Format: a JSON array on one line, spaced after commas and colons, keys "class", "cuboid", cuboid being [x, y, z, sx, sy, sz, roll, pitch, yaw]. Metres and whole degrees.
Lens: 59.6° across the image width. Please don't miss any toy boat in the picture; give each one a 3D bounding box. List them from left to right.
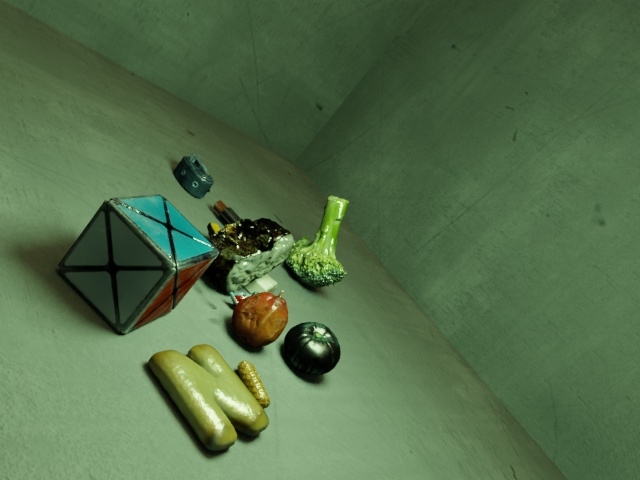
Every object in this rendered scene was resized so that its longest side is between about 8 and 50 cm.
[{"class": "toy boat", "cuboid": [-0.244, 0.207, 1.907, 0.173, 0.069, 0.058, 22, 38, -50]}]

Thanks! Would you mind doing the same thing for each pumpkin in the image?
[{"class": "pumpkin", "cuboid": [-0.333, 0.020, 2.177, 0.254, 0.130, 0.149, 4, 54, -44]}, {"class": "pumpkin", "cuboid": [-0.029, 0.361, 1.861, 0.202, 0.140, 0.202, 21, 25, -10]}]

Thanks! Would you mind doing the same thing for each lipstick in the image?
[{"class": "lipstick", "cuboid": [-0.351, -0.058, 2.384, 0.299, 0.081, 0.081, 46, 16, 14]}]

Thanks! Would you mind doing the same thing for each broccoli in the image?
[{"class": "broccoli", "cuboid": [0.017, 0.027, 2.453, 0.275, 0.397, 0.353, 16, 36, -54]}]

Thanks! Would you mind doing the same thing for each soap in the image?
[{"class": "soap", "cuboid": [-0.256, 0.137, 2.095, 0.183, 0.063, 0.121, 43, 16, 10]}]

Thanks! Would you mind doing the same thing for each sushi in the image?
[{"class": "sushi", "cuboid": [-0.256, 0.022, 1.953, 0.207, 0.234, 0.349, 42, 44, 23]}]

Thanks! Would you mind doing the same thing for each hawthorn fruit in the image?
[{"class": "hawthorn fruit", "cuboid": [-0.189, 0.245, 1.746, 0.173, 0.179, 0.173, 36, 40, -38]}]

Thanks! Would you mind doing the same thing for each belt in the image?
[{"class": "belt", "cuboid": [-0.554, -0.295, 2.471, 0.122, 0.128, 0.218, 20, 24, -51]}]

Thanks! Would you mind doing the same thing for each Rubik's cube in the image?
[{"class": "Rubik's cube", "cuboid": [-0.467, 0.049, 1.460, 0.260, 0.254, 0.259, 42, 15, 4]}]

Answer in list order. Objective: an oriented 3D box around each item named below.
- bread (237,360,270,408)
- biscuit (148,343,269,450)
[{"class": "bread", "cuboid": [-0.186, 0.399, 1.550, 0.052, 0.044, 0.157, 32, 17, -48]}, {"class": "biscuit", "cuboid": [-0.270, 0.375, 1.386, 0.290, 0.062, 0.237, 45, 16, 24]}]
